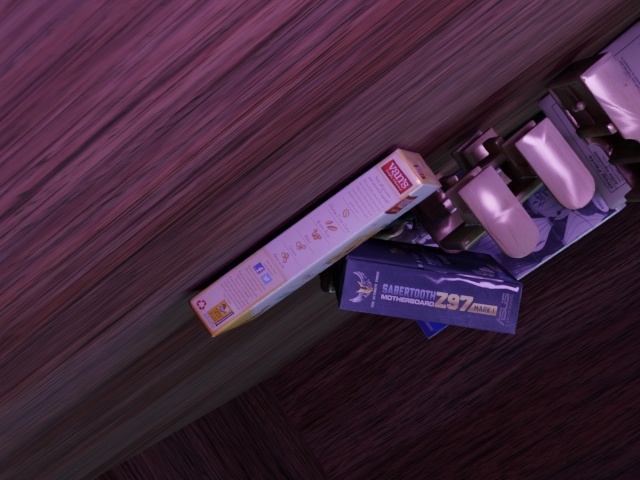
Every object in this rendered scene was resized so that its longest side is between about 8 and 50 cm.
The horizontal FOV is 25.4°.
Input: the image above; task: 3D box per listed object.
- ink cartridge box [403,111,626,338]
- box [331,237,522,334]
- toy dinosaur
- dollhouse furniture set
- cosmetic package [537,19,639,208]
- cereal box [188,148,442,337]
[{"bbox_3d":[0.220,-0.016,1.884,0.333,0.165,0.065,-37,174,21],"label":"ink cartridge box"},{"bbox_3d":[0.107,0.042,1.531,0.183,0.059,0.232,8,-174,-2],"label":"box"},{"bbox_3d":[0.097,-0.014,1.733,0.118,0.064,0.268,-20,-174,40],"label":"toy dinosaur"},{"bbox_3d":[0.239,-0.053,1.466,0.242,0.161,0.212,-40,-172,-10],"label":"dollhouse furniture set"},{"bbox_3d":[0.407,-0.182,1.582,0.113,0.160,0.309,-29,173,-39],"label":"cosmetic package"},{"bbox_3d":[0.000,0.000,1.343,0.240,0.047,0.173,-35,176,10],"label":"cereal box"}]
